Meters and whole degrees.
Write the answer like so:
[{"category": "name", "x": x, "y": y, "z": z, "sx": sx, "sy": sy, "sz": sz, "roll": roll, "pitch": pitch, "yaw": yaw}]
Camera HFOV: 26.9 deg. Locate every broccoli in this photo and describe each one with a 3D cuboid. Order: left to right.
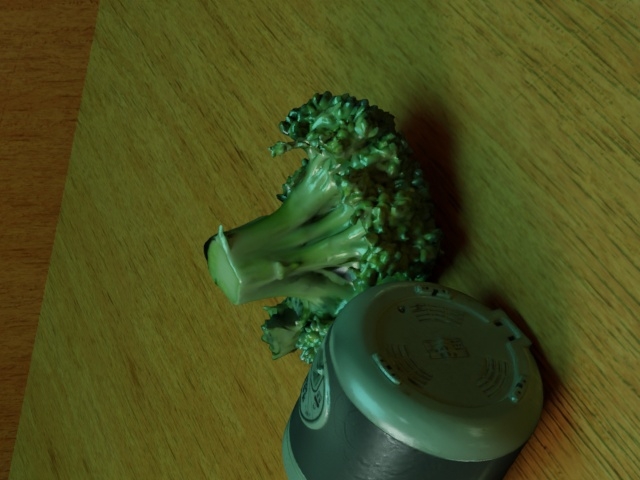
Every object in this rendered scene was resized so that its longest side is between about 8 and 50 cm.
[{"category": "broccoli", "x": 0.019, "y": 0.007, "z": 1.791, "sx": 0.277, "sy": 0.317, "sz": 0.338, "roll": 51, "pitch": 176, "yaw": 29}]

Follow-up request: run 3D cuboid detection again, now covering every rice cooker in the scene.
[{"category": "rice cooker", "x": 0.106, "y": 0.217, "z": 1.633, "sx": 0.288, "sy": 0.288, "sz": 0.277, "roll": 63, "pitch": 143, "yaw": 37}]
